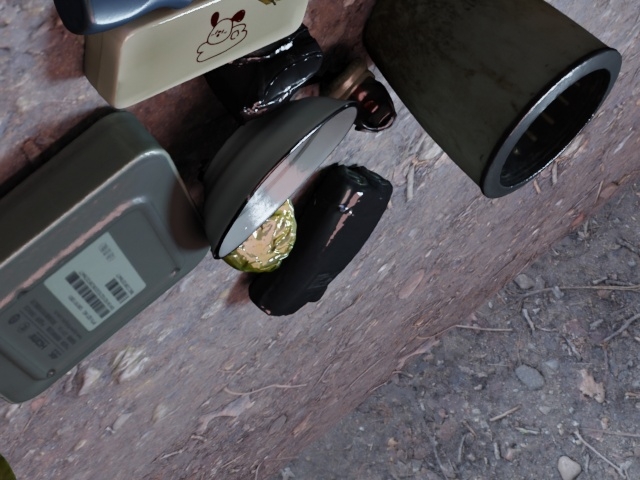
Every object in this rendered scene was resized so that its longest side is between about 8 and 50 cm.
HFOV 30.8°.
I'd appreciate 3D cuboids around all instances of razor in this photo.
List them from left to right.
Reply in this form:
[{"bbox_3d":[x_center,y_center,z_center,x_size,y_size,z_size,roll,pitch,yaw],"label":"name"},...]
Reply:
[{"bbox_3d":[0.002,0.004,2.203,0.189,0.107,0.327,-7,139,-56],"label":"razor"}]

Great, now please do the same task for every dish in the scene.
[{"bbox_3d":[-0.084,-0.117,1.704,0.316,0.106,0.316,-46,174,-6],"label":"dish"}]

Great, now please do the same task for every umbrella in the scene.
[{"bbox_3d":[-0.008,-0.250,1.824,0.149,0.022,0.022,-29,112,-35],"label":"umbrella"}]

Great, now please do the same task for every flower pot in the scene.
[{"bbox_3d":[0.248,-0.274,1.816,0.293,0.330,0.293,-39,159,-18],"label":"flower pot"}]

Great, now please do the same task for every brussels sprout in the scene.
[{"bbox_3d":[-0.122,-0.027,1.903,0.149,0.122,0.151,-50,128,-12],"label":"brussels sprout"}]

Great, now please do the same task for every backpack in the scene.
[{"bbox_3d":[-0.078,-0.235,1.594,0.165,0.120,0.106,-29,176,-35],"label":"backpack"}]

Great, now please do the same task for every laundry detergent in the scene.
[{"bbox_3d":[-0.201,-0.294,1.289,0.061,0.097,0.206,-13,-168,47],"label":"laundry detergent"}]

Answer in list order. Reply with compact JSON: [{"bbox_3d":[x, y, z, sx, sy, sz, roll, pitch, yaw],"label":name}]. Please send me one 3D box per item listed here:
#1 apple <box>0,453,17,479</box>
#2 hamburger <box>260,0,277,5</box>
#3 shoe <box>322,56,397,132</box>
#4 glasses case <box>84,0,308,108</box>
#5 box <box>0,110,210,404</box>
[{"bbox_3d":[-0.563,0.387,1.633,0.292,0.254,0.292,0,142,0],"label":"apple"},{"bbox_3d":[-0.017,-0.420,1.301,0.309,0.132,0.211,-48,162,-2],"label":"hamburger"},{"bbox_3d":[0.071,-0.217,1.871,0.099,0.112,0.227,-44,170,2],"label":"shoe"},{"bbox_3d":[-0.145,-0.277,1.442,0.313,0.070,0.131,-30,155,-33],"label":"glasses case"},{"bbox_3d":[-0.349,0.041,1.614,0.396,0.111,0.396,-41,159,-9],"label":"box"}]
